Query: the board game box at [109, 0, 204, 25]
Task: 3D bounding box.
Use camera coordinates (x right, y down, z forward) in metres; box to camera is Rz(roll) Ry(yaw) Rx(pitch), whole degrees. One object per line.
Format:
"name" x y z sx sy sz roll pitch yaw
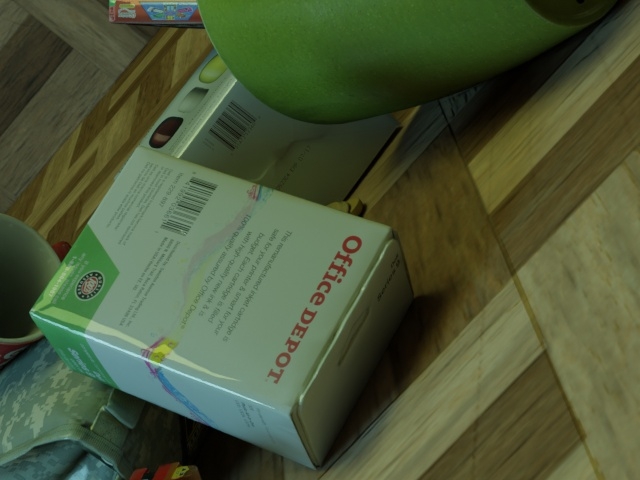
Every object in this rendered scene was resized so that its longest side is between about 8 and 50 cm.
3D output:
"board game box" -0.047 -0.217 1.549 0.145 0.281 0.027 -7 -80 -63

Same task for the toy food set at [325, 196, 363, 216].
"toy food set" 0.000 0.000 1.371 0.082 0.020 0.083 -35 23 46

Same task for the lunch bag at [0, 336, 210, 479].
"lunch bag" -0.181 0.143 1.292 0.287 0.169 0.235 -42 17 45

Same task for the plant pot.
"plant pot" 0.091 -0.229 1.251 0.294 0.275 0.274 5 57 54

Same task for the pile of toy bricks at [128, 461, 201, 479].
"pile of toy bricks" -0.079 0.216 0.999 0.105 0.118 0.212 -12 19 15

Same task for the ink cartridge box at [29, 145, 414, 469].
"ink cartridge box" -0.064 0.043 1.109 0.212 0.093 0.154 17 63 25

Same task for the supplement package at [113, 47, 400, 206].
"supplement package" -0.065 -0.080 1.495 0.194 0.149 0.203 -53 16 -5

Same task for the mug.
"mug" -0.272 0.067 1.281 0.169 0.150 0.113 -41 54 44
